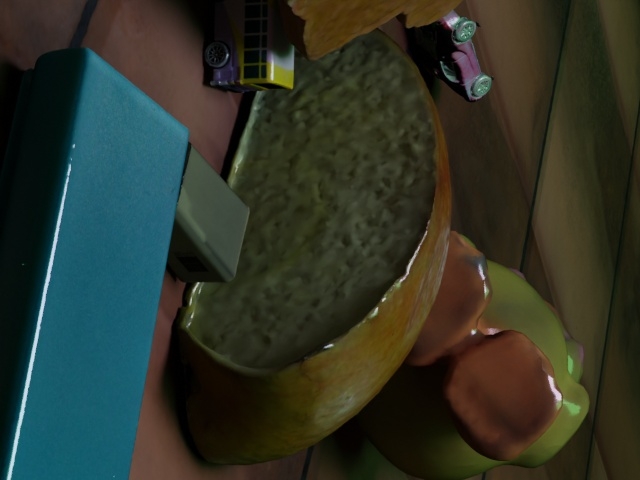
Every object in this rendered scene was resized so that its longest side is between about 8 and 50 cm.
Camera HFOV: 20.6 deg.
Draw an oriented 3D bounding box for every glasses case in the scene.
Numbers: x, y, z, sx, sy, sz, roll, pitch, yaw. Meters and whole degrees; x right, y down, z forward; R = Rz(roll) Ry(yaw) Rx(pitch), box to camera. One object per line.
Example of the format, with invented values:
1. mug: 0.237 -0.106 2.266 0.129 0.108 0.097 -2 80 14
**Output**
1. glasses case: -0.148 0.054 0.964 0.117 0.070 0.301 41 54 -56

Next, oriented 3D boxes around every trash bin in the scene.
1. trash bin: -0.088 -0.020 1.157 0.092 0.043 0.061 54 41 -53

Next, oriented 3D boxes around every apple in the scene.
1. apple: 0.000 0.000 1.277 0.179 0.254 0.346 28 54 -21

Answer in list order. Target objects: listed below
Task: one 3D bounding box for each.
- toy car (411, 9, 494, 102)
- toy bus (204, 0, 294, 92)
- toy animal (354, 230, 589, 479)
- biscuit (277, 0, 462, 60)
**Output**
1. toy car: 0.121 -0.184 1.695 0.055 0.069 0.142 -38 143 -9
2. toy bus: -0.046 -0.157 1.239 0.052 0.058 0.102 7 84 -71
3. toy animal: 0.120 0.111 1.521 0.216 0.191 0.338 53 7 10
4. biscuit: 0.074 -0.242 1.148 0.051 0.269 0.376 52 -7 17
